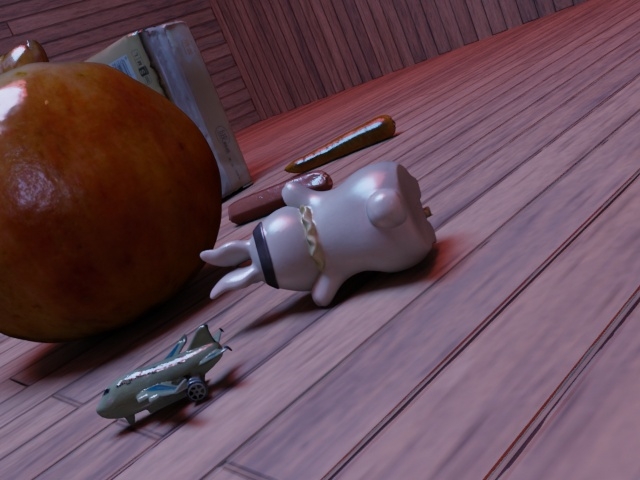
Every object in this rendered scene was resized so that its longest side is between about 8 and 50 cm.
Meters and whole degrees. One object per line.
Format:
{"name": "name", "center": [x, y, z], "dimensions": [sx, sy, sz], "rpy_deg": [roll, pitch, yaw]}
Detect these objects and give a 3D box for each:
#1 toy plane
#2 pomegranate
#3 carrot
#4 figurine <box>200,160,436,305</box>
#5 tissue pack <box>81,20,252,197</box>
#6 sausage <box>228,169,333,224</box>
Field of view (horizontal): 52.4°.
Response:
{"name": "toy plane", "center": [-0.087, 0.080, 0.371], "dimensions": [0.083, 0.033, 0.080], "rpy_deg": [-32, 15, -5]}
{"name": "pomegranate", "center": [-0.222, -0.050, 0.580], "dimensions": [0.229, 0.270, 0.252], "rpy_deg": [-22, 4, 42]}
{"name": "carrot", "center": [0.030, -0.145, 1.022], "dimensions": [0.190, 0.037, 0.037], "rpy_deg": [-24, 13, 12]}
{"name": "figurine", "center": [0.004, 0.009, 0.446], "dimensions": [0.146, 0.081, 0.098], "rpy_deg": [-23, -30, 23]}
{"name": "tissue pack", "center": [-0.263, -0.209, 1.168], "dimensions": [0.238, 0.305, 0.238], "rpy_deg": [-21, 11, 5]}
{"name": "sausage", "center": [-0.053, -0.053, 0.810], "dimensions": [0.147, 0.035, 0.030], "rpy_deg": [-17, -17, 20]}
